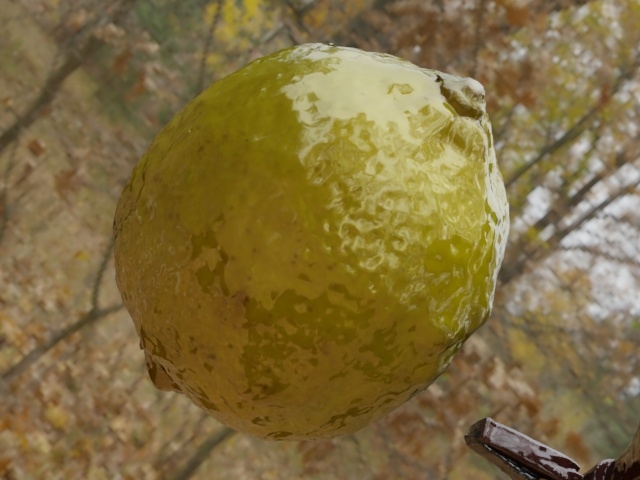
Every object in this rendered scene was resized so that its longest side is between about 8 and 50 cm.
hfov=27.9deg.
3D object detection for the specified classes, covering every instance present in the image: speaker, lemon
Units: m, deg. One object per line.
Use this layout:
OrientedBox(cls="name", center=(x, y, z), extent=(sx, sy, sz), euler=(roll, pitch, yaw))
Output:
OrientedBox(cls="speaker", center=(0.316, 0.265, 1.367), extent=(0.259, 0.329, 0.198), euler=(8, 58, -24))
OrientedBox(cls="lemon", center=(0.000, 0.000, 0.920), extent=(0.268, 0.322, 0.268), euler=(48, 20, -24))
